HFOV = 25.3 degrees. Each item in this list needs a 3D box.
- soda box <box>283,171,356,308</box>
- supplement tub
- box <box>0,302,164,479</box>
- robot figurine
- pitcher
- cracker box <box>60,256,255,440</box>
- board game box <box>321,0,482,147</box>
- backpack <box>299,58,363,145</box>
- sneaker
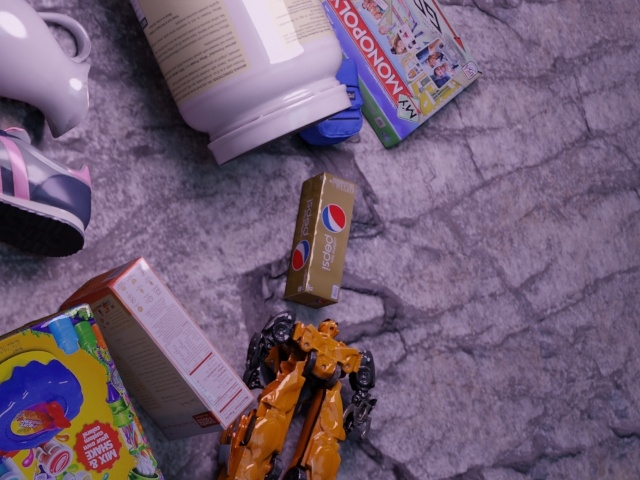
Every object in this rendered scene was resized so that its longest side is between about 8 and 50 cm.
[{"bbox_3d":[0.000,0.000,2.009,0.058,0.061,0.181,20,69,-27],"label":"soda box"},{"bbox_3d":[-0.112,-0.287,1.899,0.235,0.235,0.325,-26,93,-34],"label":"supplement tub"},{"bbox_3d":[-0.367,0.262,1.642,0.290,0.177,0.279,-26,94,-34],"label":"box"},{"bbox_3d":[-0.037,0.239,1.915,0.211,0.085,0.291,30,65,-24],"label":"robot figurine"},{"bbox_3d":[-0.382,-0.253,1.800,0.207,0.125,0.178,36,41,-33],"label":"pitcher"},{"bbox_3d":[-0.205,0.140,1.787,0.067,0.155,0.232,-44,104,-33],"label":"cracker box"},{"bbox_3d":[0.089,-0.329,2.154,0.213,0.046,0.317,-41,102,-34],"label":"board game box"},{"bbox_3d":[0.010,-0.199,2.041,0.098,0.101,0.120,-4,85,-27],"label":"backpack"},{"bbox_3d":[-0.425,-0.097,1.747,0.319,0.112,0.131,30,47,-27],"label":"sneaker"}]
